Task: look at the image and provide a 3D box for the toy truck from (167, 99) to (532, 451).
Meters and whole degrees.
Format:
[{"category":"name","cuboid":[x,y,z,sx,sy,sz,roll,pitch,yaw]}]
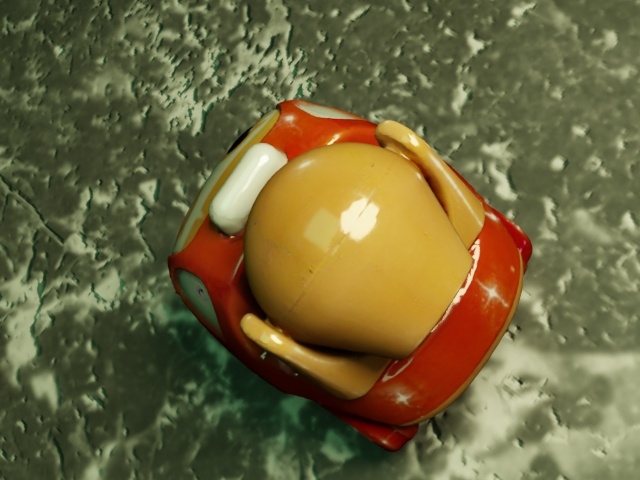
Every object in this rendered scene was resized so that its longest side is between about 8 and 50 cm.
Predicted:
[{"category":"toy truck","cuboid":[0.000,0.000,0.814,0.265,0.239,0.189,31,84,36]}]
